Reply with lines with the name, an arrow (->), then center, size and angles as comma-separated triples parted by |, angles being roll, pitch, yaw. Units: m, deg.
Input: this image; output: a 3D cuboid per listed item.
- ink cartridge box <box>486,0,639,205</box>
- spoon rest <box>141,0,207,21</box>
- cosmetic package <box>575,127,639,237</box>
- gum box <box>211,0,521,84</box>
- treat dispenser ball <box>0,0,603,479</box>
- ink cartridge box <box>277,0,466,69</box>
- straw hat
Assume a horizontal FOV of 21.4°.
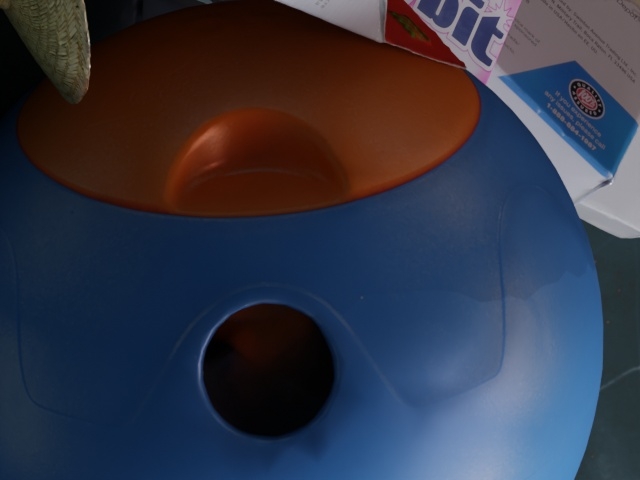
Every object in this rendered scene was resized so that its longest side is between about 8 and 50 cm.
ink cartridge box -> 0.108, -0.128, 1.063 | 0.168, 0.171, 0.233 | -37, -166, 48
spoon rest -> 0.007, -0.170, 0.917 | 0.276, 0.084, 0.137 | -53, 162, -39
cosmetic package -> 0.160, -0.100, 1.267 | 0.117, 0.231, 0.085 | -64, -176, -4
gum box -> 0.016, -0.138, 0.807 | 0.188, 0.062, 0.107 | 34, 74, -32
treat dispenser ball -> -0.025, 0.042, 0.721 | 0.288, 0.288, 0.288 | -58, 165, -27
ink cartridge box -> -0.019, -0.137, 0.631 | 0.179, 0.145, 0.045 | 8, 127, -53
straw hat -> -0.127, -0.107, 0.558 | 0.061, 0.144, 0.144 | -17, 145, -18
